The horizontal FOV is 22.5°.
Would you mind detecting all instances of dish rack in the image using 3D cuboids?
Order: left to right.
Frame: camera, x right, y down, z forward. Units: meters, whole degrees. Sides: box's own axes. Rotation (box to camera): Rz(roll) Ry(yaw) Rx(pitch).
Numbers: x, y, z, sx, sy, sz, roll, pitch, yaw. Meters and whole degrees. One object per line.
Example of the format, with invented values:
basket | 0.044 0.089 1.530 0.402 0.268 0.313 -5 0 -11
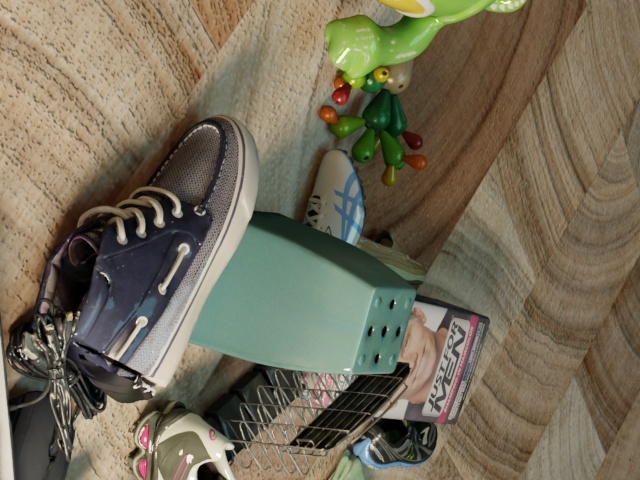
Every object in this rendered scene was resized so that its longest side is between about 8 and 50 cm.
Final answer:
dish rack | -0.021 0.212 1.961 0.208 0.272 0.074 -42 118 -39

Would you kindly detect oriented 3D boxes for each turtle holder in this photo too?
turtle holder | 0.105 -0.372 1.909 0.227 0.243 0.320 3 145 -43

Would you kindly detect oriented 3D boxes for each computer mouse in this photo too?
computer mouse | -0.313 0.236 1.691 0.272 0.072 0.188 -61 148 -16

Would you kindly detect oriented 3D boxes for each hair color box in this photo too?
hair color box | 0.100 0.158 2.260 0.347 0.105 0.173 15 93 -58

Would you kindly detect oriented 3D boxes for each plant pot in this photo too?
plant pot | -0.020 0.074 1.904 0.165 0.234 0.165 6 101 -58

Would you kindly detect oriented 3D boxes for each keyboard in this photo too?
keyboard | -0.329 0.166 1.581 0.202 0.033 0.317 -9 110 -24

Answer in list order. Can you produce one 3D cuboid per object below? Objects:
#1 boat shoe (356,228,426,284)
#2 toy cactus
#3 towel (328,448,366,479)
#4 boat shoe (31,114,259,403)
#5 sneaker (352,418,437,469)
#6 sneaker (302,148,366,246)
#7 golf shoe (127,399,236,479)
boat shoe | 0.090 0.020 2.214 0.190 0.068 0.072 11 85 -58
toy cactus | 0.086 -0.182 2.079 0.219 0.112 0.180 46 57 -46
towel | -0.025 0.487 2.309 0.325 0.038 0.247 -48 142 -35
boat shoe | -0.182 -0.009 1.710 0.158 0.127 0.340 41 61 -48
sneaker | 0.123 0.292 2.391 0.188 0.067 0.078 -1 128 -54
sneaker | 0.000 0.000 2.050 0.086 0.085 0.237 5 95 -32
golf shoe | -0.160 0.325 1.934 0.105 0.120 0.272 -38 137 -44
